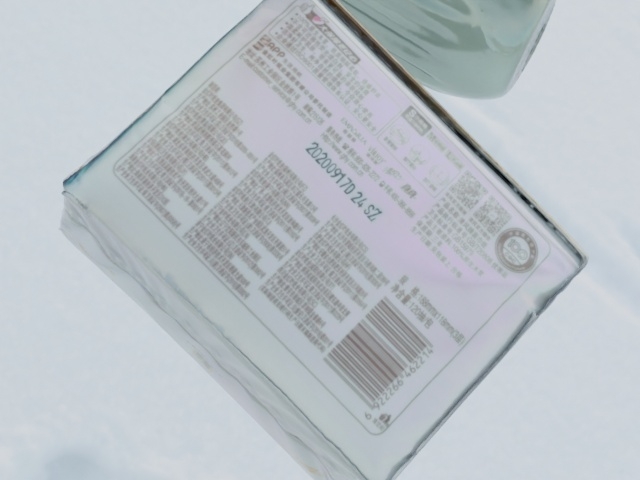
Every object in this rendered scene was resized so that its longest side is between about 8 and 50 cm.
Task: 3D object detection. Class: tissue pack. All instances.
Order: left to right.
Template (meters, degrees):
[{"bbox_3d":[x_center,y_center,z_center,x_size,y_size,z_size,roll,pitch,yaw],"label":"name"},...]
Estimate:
[{"bbox_3d":[0.000,0.000,0.670,0.225,0.124,0.185,45,73,0],"label":"tissue pack"}]

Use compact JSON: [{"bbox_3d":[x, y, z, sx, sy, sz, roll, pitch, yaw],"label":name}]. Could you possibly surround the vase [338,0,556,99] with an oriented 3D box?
[{"bbox_3d":[0.049,-0.202,0.907,0.248,0.128,0.128,28,42,8],"label":"vase"}]
